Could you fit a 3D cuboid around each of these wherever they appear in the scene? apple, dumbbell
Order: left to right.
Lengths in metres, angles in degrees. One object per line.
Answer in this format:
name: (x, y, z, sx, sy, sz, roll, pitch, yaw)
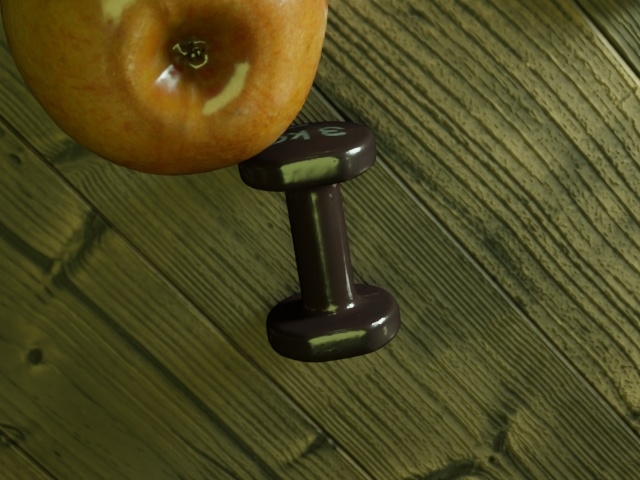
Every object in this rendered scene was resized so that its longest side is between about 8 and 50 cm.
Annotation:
apple: (-0.133, -0.196, 1.182, 0.299, 0.275, 0.299, -4, 111, -10)
dumbbell: (0.000, 0.000, 1.337, 0.140, 0.124, 0.225, -10, 110, -1)
